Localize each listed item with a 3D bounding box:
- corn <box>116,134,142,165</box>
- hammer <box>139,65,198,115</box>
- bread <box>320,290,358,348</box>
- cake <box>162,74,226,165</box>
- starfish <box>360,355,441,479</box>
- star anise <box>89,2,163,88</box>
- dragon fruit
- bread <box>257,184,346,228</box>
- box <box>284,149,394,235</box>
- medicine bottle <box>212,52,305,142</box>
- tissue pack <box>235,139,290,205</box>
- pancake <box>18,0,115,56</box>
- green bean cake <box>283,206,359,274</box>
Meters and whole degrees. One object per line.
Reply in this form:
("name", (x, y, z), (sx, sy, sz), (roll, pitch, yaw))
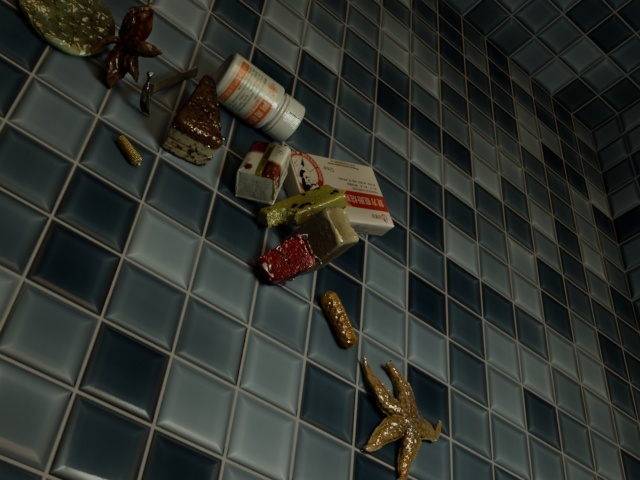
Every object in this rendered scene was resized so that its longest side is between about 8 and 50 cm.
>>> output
("corn", (-0.440, -0.206, 1.815), (0.083, 0.028, 0.027), (54, 15, 3))
("hammer", (-0.380, -0.403, 1.997), (0.027, 0.125, 0.297), (25, 28, 5))
("bread", (0.047, 0.200, 1.991), (0.052, 0.044, 0.157), (-8, 67, -47))
("cake", (-0.330, -0.320, 1.960), (0.135, 0.112, 0.246), (14, 51, -37))
("starfish", (0.193, 0.444, 1.937), (0.299, 0.060, 0.302), (44, 38, -15))
("star anise", (-0.452, -0.476, 1.880), (0.111, 0.196, 0.212), (42, 54, -41))
("dragon fruit", (-0.082, 0.056, 1.934), (0.147, 0.096, 0.102), (-27, 73, -10))
("bread", (-0.047, -0.083, 2.028), (0.226, 0.049, 0.088), (-22, 39, -29))
("box", (0.047, -0.131, 2.253), (0.353, 0.069, 0.214), (5, 57, -43))
("medicine bottle", (-0.174, -0.390, 2.160), (0.252, 0.144, 0.144), (32, 41, -25))
("tissue pack", (-0.148, -0.178, 2.024), (0.106, 0.099, 0.149), (14, 41, 4))
("pancake", (-0.613, -0.544, 1.902), (0.253, 0.037, 0.253), (27, 44, -29))
("green bean cake", (0.000, 0.000, 1.993), (0.085, 0.179, 0.109), (-12, 69, -50))
